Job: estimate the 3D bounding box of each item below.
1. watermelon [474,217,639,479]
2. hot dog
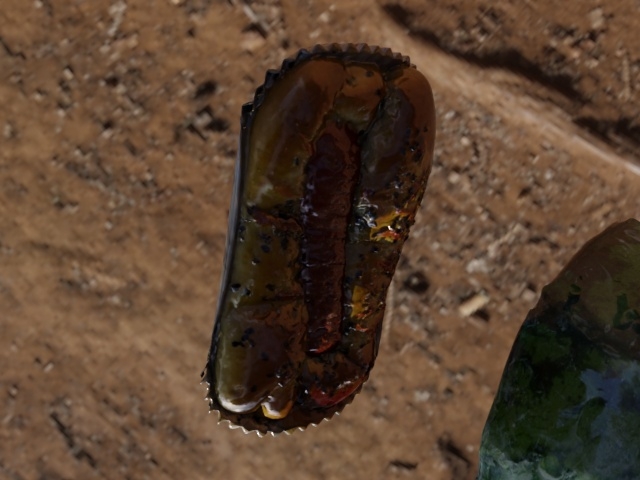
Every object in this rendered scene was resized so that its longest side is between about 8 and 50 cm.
[{"bbox_3d":[0.215,0.147,0.913,0.224,0.180,0.305,-2,104,3],"label":"watermelon"},{"bbox_3d":[0.000,0.000,0.621,0.059,0.108,0.191,34,119,47],"label":"hot dog"}]
